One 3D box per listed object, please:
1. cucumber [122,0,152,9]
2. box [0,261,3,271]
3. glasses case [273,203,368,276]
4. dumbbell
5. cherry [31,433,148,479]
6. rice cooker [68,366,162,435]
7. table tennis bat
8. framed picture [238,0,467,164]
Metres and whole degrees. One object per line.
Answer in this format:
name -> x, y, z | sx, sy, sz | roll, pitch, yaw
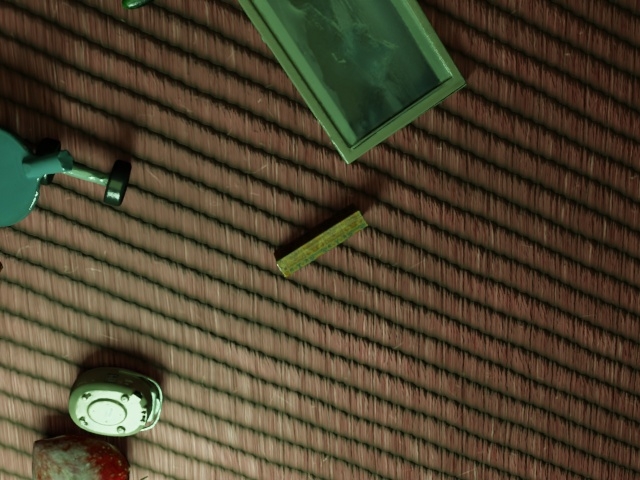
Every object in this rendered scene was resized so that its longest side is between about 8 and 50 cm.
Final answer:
cucumber -> -0.285, -0.554, 1.653 | 0.284, 0.056, 0.056 | -29, 105, -1
box -> -0.903, -0.011, 1.613 | 0.345, 0.122, 0.385 | -24, 110, 10
glasses case -> 0.000, 0.000, 1.807 | 0.218, 0.075, 0.049 | -32, 106, 1
dumbbell -> -0.503, -0.144, 1.697 | 0.191, 0.100, 0.100 | 17, 100, -12
cherry -> -0.545, 0.528, 1.811 | 0.250, 0.175, 0.192 | 40, 86, -13
rice cooker -> -0.463, 0.364, 1.808 | 0.207, 0.127, 0.145 | 10, 103, -1
table tennis bat -> -0.639, -0.138, 1.638 | 0.329, 0.044, 0.215 | -8, 102, 26
framed picture -> 0.071, -0.433, 1.740 | 0.326, 0.028, 0.446 | -35, 105, 2
